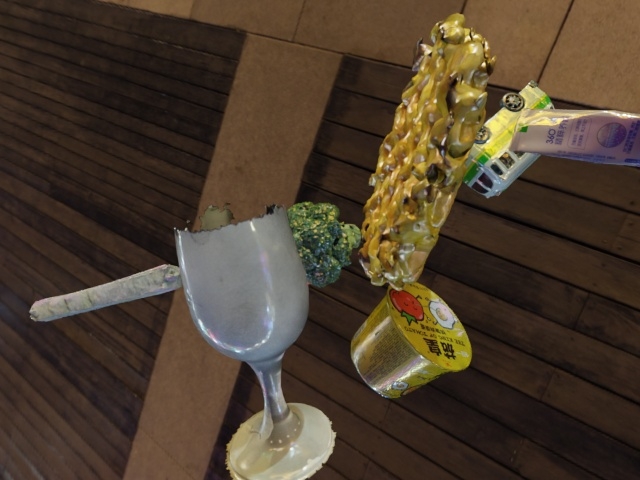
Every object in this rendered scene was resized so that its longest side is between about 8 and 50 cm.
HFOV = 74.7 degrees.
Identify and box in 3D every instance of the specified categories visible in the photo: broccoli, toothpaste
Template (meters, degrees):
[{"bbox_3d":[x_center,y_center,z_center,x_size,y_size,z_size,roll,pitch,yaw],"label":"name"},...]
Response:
[{"bbox_3d":[0.000,0.000,1.198,0.269,0.270,0.270,16,111,46],"label":"broccoli"},{"bbox_3d":[0.427,-0.136,0.576,0.300,0.048,0.075,15,101,22],"label":"toothpaste"}]

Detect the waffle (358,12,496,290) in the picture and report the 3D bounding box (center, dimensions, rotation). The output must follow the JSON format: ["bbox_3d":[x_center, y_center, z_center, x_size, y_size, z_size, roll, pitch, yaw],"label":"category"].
[{"bbox_3d":[0.145,-0.124,0.632,0.095,0.380,0.382,14,127,0],"label":"waffle"}]

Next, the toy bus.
[{"bbox_3d":[0.461,-0.244,1.039,0.276,0.134,0.165,-41,78,-10],"label":"toy bus"}]

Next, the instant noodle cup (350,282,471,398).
[{"bbox_3d":[0.147,0.182,0.740,0.182,0.182,0.144,52,125,19],"label":"instant noodle cup"}]

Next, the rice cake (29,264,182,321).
[{"bbox_3d":[-0.295,0.074,0.577,0.210,0.043,0.034,-14,81,4],"label":"rice cake"}]

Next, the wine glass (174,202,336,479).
[{"bbox_3d":[-0.070,0.116,0.482,0.143,0.143,0.322,4,110,30],"label":"wine glass"}]
